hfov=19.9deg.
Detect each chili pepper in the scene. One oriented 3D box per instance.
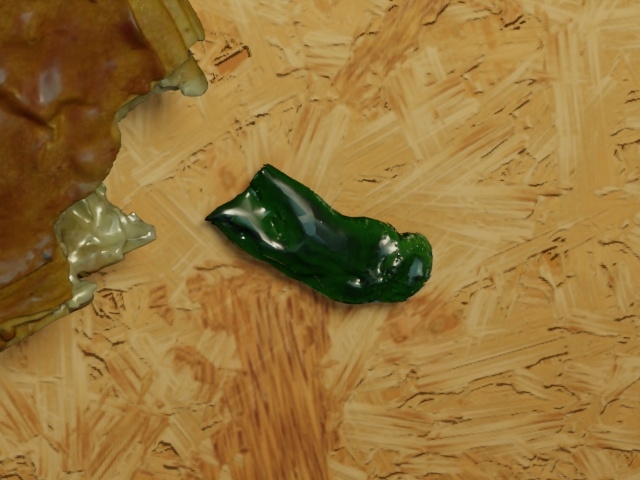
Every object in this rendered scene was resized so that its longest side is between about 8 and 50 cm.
[{"bbox_3d":[0.001,0.001,1.698,0.224,0.061,0.098,21,114,-26],"label":"chili pepper"}]

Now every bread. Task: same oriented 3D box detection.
[{"bbox_3d":[-0.251,-0.116,1.501,0.314,0.191,0.370,-32,131,-6],"label":"bread"}]
